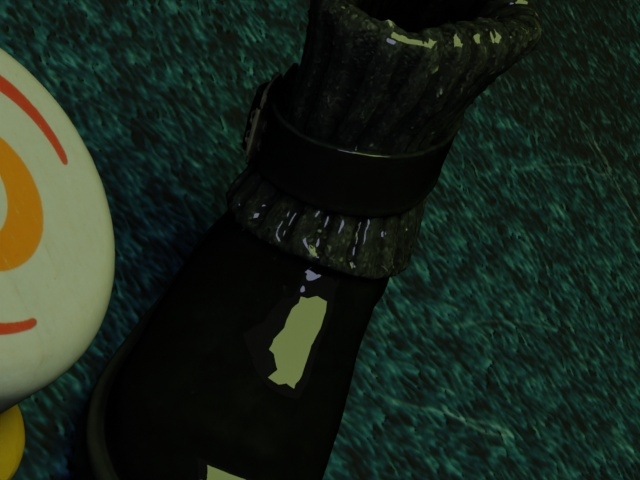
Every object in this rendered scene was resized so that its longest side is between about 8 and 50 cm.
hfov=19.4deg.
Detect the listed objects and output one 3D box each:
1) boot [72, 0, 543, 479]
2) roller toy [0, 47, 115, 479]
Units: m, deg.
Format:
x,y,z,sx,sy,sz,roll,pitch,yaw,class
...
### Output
x,y,z,sx,sy,sz,roll,pitch,yaw,class
-0.003,-0.003,0.991,0.131,0.260,0.348,28,35,-8,boot
-0.205,0.005,0.870,0.209,0.146,0.191,34,44,-31,roller toy
